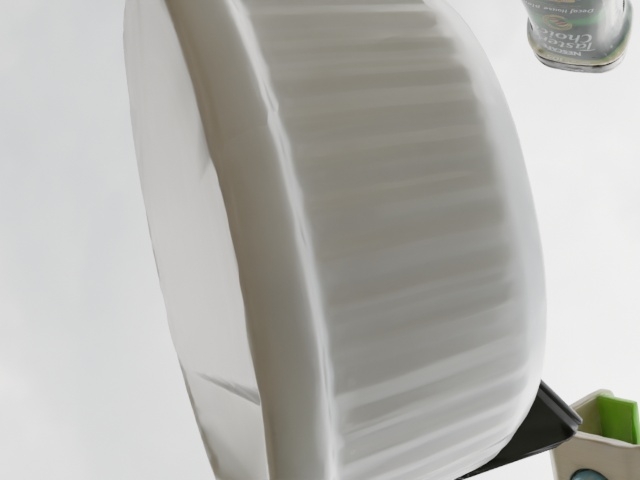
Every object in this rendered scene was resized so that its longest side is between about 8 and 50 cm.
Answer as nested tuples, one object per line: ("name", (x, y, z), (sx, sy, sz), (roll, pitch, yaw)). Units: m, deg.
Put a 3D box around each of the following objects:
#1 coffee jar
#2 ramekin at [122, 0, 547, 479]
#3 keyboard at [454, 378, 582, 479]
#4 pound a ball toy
("coffee jar", (0.219, -0.211, 1.056), (0.096, 0.184, 0.079), (10, -103, 20))
("ramekin", (0.000, 0.000, 0.558), (0.273, 0.127, 0.273), (169, -90, -76))
("keyboard", (0.026, 0.084, 0.872), (0.201, 0.317, 0.033), (-27, -144, 31))
("pound a ball toy", (0.267, 0.308, 1.148), (0.208, 0.136, 0.319), (6, -68, 50))
